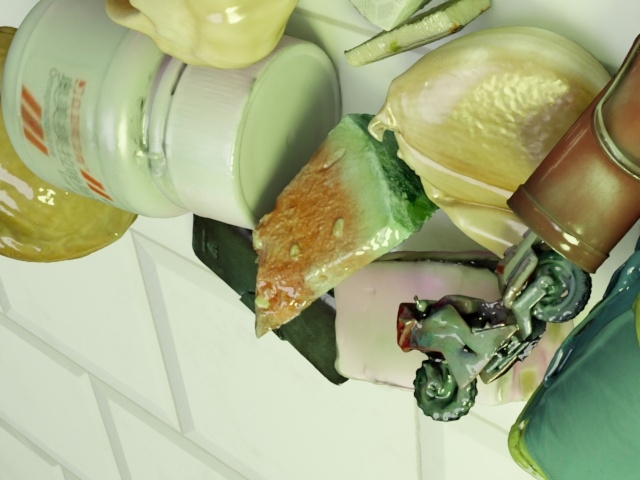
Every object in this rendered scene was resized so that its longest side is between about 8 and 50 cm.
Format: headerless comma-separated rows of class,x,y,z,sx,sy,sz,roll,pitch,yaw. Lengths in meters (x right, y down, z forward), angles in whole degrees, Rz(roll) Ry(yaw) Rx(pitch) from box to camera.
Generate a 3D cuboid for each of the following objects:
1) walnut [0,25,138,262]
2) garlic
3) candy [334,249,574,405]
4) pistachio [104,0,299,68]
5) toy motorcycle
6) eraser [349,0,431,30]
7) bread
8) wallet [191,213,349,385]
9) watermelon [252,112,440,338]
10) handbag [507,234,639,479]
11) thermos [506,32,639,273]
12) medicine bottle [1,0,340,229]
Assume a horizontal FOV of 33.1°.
walnut,-0.386,-0.120,1.480,0.344,0.306,0.306,47,146,13
garlic,0.171,-0.101,0.995,0.228,0.110,0.217,28,131,2
candy,0.132,0.088,1.162,0.265,0.115,0.156,0,94,49
pistachio,-0.110,-0.290,1.025,0.318,0.213,0.193,-101,-1,-45
toy motorcycle,0.150,0.069,1.000,0.213,0.082,0.122,-46,67,25
eraser,0.123,-0.333,0.841,0.096,0.098,0.404,46,147,6
bread,0.091,-0.201,1.027,0.153,0.068,0.028,-11,112,53
wallet,-0.064,0.057,1.475,0.318,0.045,0.172,40,143,20
watermelon,0.000,0.000,1.113,0.256,0.193,0.140,-44,81,18
handbag,0.315,0.107,0.875,0.222,0.263,0.241,37,146,9
thermos,0.257,-0.091,0.854,0.099,0.124,0.232,37,104,-1
medicine bottle,-0.165,-0.148,1.213,0.324,0.256,0.256,19,135,27
